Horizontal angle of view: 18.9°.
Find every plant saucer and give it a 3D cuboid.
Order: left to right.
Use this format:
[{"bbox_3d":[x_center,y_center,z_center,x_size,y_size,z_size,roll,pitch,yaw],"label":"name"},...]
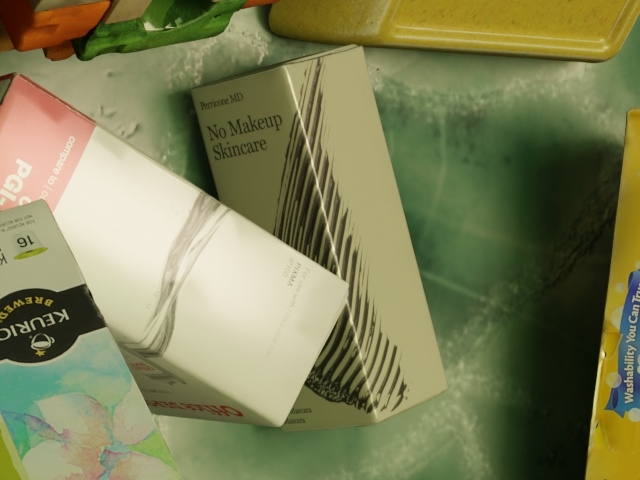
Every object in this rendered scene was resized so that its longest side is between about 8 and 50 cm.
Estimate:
[{"bbox_3d":[0.165,-0.261,1.470,0.332,0.081,0.333,1,131,-29],"label":"plant saucer"}]

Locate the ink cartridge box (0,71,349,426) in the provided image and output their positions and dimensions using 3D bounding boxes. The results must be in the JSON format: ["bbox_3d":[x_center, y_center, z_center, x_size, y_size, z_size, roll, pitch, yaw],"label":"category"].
[{"bbox_3d":[-0.153,0.013,1.314,0.283,0.207,0.117,33,72,-25],"label":"ink cartridge box"}]

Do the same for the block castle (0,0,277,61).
[{"bbox_3d":[-0.141,-0.275,1.226,0.453,0.213,0.303,-14,73,-30],"label":"block castle"}]

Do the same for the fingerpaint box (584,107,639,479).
[{"bbox_3d":[0.404,0.137,1.521,0.371,0.163,0.445,6,90,14],"label":"fingerpaint box"}]

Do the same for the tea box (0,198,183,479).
[{"bbox_3d":[-0.193,0.220,1.124,0.220,0.323,0.329,-19,141,-18],"label":"tea box"}]

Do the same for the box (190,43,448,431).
[{"bbox_3d":[0.000,0.000,1.451,0.094,0.113,0.275,-20,97,-45],"label":"box"}]
